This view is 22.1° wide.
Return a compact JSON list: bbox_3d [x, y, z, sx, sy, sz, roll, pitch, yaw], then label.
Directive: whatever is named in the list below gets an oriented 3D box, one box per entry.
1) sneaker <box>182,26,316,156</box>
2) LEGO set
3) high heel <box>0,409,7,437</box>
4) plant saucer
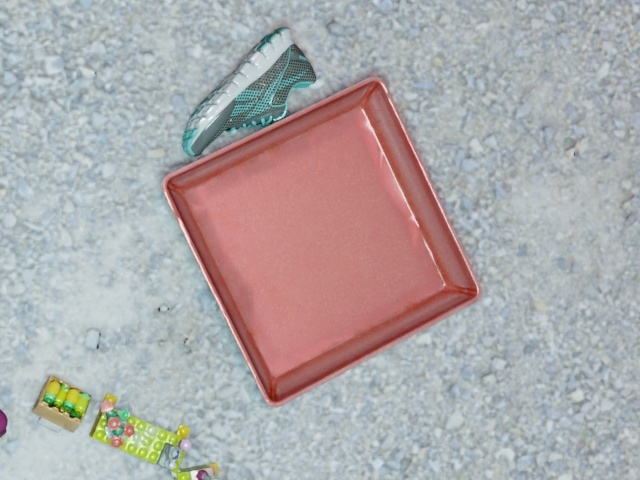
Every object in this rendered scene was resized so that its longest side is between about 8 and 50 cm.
[{"bbox_3d":[-0.068,-0.138,1.660,0.076,0.065,0.166,46,79,-13],"label":"sneaker"},{"bbox_3d":[-0.157,0.237,1.595,0.132,0.107,0.287,-32,96,-14],"label":"LEGO set"},{"bbox_3d":[-0.478,0.117,1.496,0.377,0.127,0.181,-1,97,-13],"label":"high heel"},{"bbox_3d":[0.000,0.000,1.680,0.259,0.048,0.258,-27,95,-14],"label":"plant saucer"}]
